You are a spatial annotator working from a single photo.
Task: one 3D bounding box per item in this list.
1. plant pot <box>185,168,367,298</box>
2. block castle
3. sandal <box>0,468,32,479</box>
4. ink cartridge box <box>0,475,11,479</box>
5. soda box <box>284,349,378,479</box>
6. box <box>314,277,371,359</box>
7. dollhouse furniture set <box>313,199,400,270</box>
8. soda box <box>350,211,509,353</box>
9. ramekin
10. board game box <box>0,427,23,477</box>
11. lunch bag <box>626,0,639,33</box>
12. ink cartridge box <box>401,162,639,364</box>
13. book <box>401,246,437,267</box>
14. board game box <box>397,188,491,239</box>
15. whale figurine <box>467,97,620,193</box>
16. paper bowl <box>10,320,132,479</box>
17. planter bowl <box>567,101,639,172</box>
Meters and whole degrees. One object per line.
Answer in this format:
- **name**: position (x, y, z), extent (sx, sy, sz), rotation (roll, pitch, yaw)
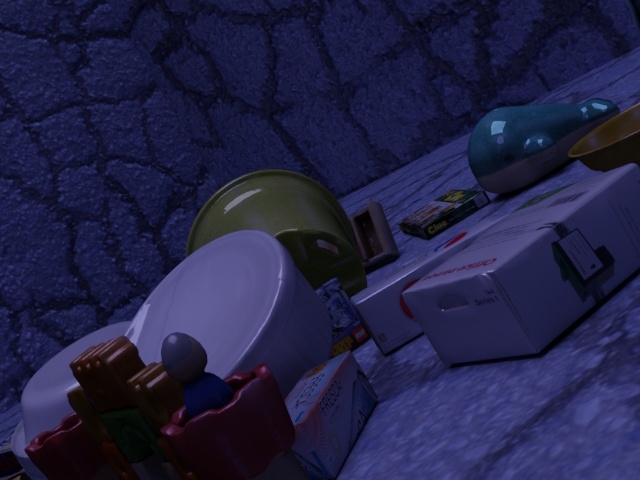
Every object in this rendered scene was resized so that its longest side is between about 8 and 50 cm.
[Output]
- **plant pot**: position (-0.050, 0.046, 1.579), extent (0.276, 0.276, 0.254), rotation (-31, 16, -6)
- **block castle**: position (-0.208, 0.230, 0.827), extent (0.303, 0.213, 0.453), rotation (-34, 6, -31)
- **sandal**: position (-0.449, 0.383, 1.566), extent (0.049, 0.072, 0.180), rotation (1, 20, 36)
- **ink cartridge box**: position (-0.460, 0.361, 1.862), extent (0.207, 0.046, 0.097), rotation (-30, 6, -1)
- **soda box**: position (-0.001, 0.173, 1.019), extent (0.058, 0.063, 0.183), rotation (-28, 7, 22)
- **box**: position (-0.012, 0.123, 1.372), extent (0.137, 0.094, 0.027), rotation (-32, 6, -22)
- **dollhouse furniture set**: position (0.000, 0.000, 1.848), extent (0.161, 0.212, 0.242), rotation (-29, -22, 26)
- **soda box**: position (0.147, 0.050, 1.282), extent (0.216, 0.074, 0.069), rotation (-30, 5, -1)
- **ramekin**: position (-0.106, 0.129, 1.216), extent (0.273, 0.127, 0.273), rotation (-31, 34, 24)
- **board game box**: position (-0.356, 0.283, 1.713), extent (0.347, 0.056, 0.208), rotation (-19, 9, 26)
- **lunch bag**: position (0.572, -0.326, 1.617), extent (0.160, 0.223, 0.262), rotation (-24, 5, -6)
- **ink cartridge box**: position (0.213, 0.026, 1.046), extent (0.219, 0.092, 0.160), rotation (-34, 6, -28)
- **book**: position (0.199, 0.016, 1.539), extent (0.096, 0.035, 0.144), rotation (-31, 5, -37)
- **board game box**: position (0.230, -0.052, 2.012), extent (0.136, 0.030, 0.260), rotation (-29, 5, -4)
- **whale figurine**: position (0.383, -0.192, 1.856), extent (0.272, 0.141, 0.216), rotation (-28, 5, 15)
- **paper bowl**: position (-0.292, 0.218, 1.455), extent (0.284, 0.148, 0.284), rotation (-26, 17, 9)
- **planter bowl**: position (0.418, -0.120, 1.281), extent (0.217, 0.090, 0.217), rotation (-31, 6, 4)
